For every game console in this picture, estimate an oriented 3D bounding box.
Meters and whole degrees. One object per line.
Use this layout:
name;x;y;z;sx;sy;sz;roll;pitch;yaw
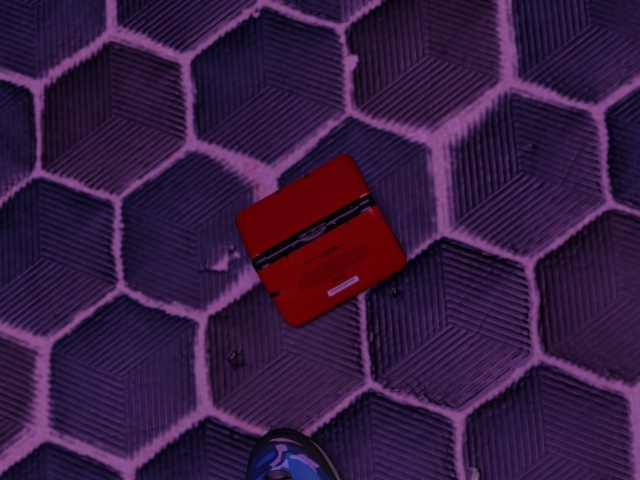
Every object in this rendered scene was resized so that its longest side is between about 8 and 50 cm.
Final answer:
game console;0.000;0.000;1.926;0.144;0.085;0.124;-29;103;4

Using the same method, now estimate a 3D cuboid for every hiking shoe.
hiking shoe;-0.022;0.327;1.784;0.113;0.132;0.304;-10;74;10

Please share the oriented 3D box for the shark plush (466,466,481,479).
shark plush;0.135;0.304;1.790;0.073;0.067;0.161;28;84;18
